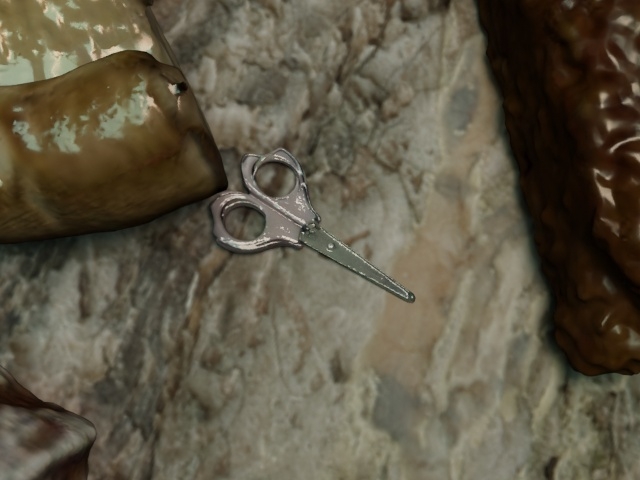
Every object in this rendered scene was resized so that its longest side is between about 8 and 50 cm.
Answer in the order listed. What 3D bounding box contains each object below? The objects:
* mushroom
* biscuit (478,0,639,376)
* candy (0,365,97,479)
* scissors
[{"bbox_3d":[-0.300,-0.107,0.608,0.398,0.224,0.313,-24,97,-2],"label":"mushroom"},{"bbox_3d":[0.327,-0.115,0.664,0.343,0.166,0.394,-12,80,-9],"label":"biscuit"},{"bbox_3d":[-0.276,0.213,0.533,0.157,0.214,0.289,35,77,5],"label":"candy"},{"bbox_3d":[0.000,0.000,0.693,0.189,0.015,0.100,33,77,0],"label":"scissors"}]
